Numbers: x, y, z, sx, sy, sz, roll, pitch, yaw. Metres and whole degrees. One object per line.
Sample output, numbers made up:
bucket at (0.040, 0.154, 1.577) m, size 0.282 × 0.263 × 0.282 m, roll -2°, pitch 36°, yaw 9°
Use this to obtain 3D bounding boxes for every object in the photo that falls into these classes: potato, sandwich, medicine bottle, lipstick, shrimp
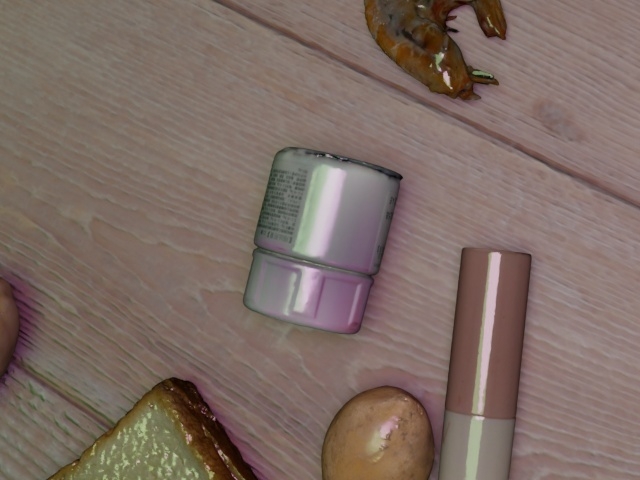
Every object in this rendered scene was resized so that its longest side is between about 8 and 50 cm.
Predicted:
potato at (0.054, 0.211, 1.011) m, size 0.112 × 0.112 × 0.147 m, roll 23°, pitch 100°, yaw 17°
sandwich at (-0.186, 0.320, 1.075) m, size 0.288 × 0.100 × 0.254 m, roll -37°, pitch 77°, yaw 11°
medicine bottle at (0.000, 0.000, 1.021) m, size 0.135 × 0.135 × 0.168 m, roll 13°, pitch 90°, yaw 17°
lipstick at (0.160, 0.136, 0.998) m, size 0.070 × 0.070 × 0.254 m, roll 6°, pitch 88°, yaw 17°
shrimp at (0.125, -0.224, 1.039) m, size 0.132 × 0.052 × 0.187 m, roll -39°, pitch 74°, yaw 11°

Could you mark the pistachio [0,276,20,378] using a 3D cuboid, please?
pistachio at (-0.422, 0.126, 1.143) m, size 0.144 × 0.144 × 0.215 m, roll 41°, pitch 104°, yaw 15°
